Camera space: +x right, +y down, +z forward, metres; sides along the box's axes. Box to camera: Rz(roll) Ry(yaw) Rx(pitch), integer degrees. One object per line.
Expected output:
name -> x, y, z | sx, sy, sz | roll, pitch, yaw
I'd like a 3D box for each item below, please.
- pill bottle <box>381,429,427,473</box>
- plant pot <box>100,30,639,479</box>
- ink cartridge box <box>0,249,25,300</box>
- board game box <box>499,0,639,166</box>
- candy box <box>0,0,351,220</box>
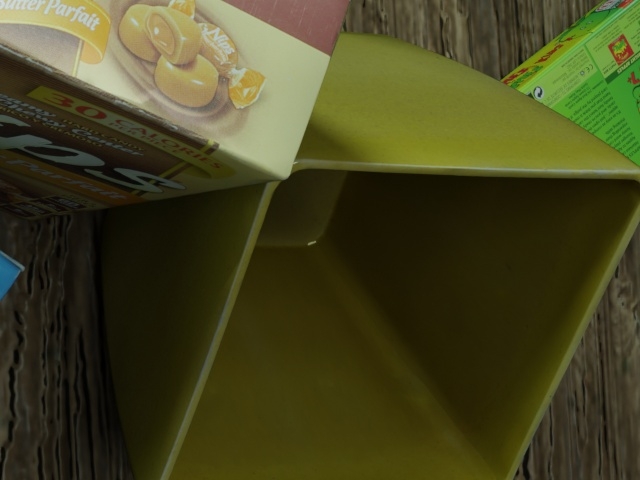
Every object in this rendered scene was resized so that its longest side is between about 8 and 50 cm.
pill bottle -> 0.008, 0.159, 1.010 | 0.184, 0.103, 0.103 | -25, 100, -25
plant pot -> 0.000, 0.000, 0.934 | 0.212, 0.187, 0.212 | 1, 125, -32
ink cartridge box -> -0.293, 0.007, 0.821 | 0.233, 0.168, 0.171 | 43, 70, -20
board game box -> 0.149, -0.066, 1.121 | 0.181, 0.043, 0.092 | -38, 106, -22
candy box -> -0.145, -0.086, 0.817 | 0.183, 0.316, 0.087 | 24, 78, -24
